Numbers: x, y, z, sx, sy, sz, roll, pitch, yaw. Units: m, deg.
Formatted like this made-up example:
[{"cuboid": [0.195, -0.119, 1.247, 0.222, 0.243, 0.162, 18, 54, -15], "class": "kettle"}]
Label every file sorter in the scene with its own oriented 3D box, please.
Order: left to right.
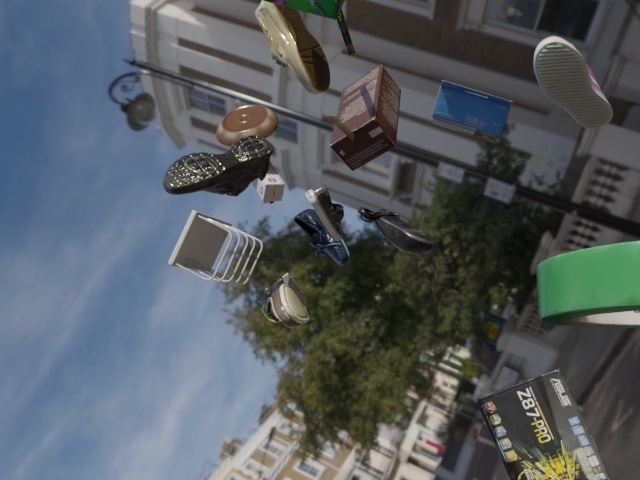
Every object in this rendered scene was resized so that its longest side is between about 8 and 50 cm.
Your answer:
[{"cuboid": [-0.342, 0.037, 2.105, 0.193, 0.173, 0.277, -65, -18, 1], "class": "file sorter"}]

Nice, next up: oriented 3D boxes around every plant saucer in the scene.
[{"cuboid": [-0.226, -0.357, 1.882, 0.198, 0.198, 0.036, -57, -34, -34], "class": "plant saucer"}, {"cuboid": [0.051, -0.264, 1.445, 0.015, 0.083, 0.083, -47, -14, 10], "class": "plant saucer"}]

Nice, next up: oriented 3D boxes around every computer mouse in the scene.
[{"cuboid": [0.250, -0.020, 1.965, 0.188, 0.272, 0.072, 7, -70, -43], "class": "computer mouse"}]

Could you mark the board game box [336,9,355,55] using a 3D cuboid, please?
[{"cuboid": [0.056, -0.722, 1.970, 0.260, 0.030, 0.136, 57, -167, -62], "class": "board game box"}]

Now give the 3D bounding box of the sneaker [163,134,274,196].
[{"cuboid": [-0.241, -0.154, 1.515, 0.286, 0.109, 0.130, -20, -38, -24], "class": "sneaker"}]

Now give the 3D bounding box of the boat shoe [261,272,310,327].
[{"cuboid": [-0.099, 0.170, 1.627, 0.096, 0.116, 0.324, -35, 10, 3], "class": "boat shoe"}]

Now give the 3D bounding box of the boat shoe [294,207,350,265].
[{"cuboid": [0.000, 0.000, 2.110, 0.089, 0.258, 0.109, -23, -40, -26], "class": "boat shoe"}]

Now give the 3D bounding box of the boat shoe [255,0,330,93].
[{"cuboid": [-0.076, -0.499, 1.610, 0.098, 0.302, 0.109, -34, -9, 40], "class": "boat shoe"}]

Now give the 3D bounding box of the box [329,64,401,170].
[{"cuboid": [0.166, -0.437, 2.183, 0.143, 0.191, 0.381, 46, -145, -26], "class": "box"}]

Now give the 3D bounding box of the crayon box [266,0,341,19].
[{"cuboid": [-0.019, -0.581, 1.376, 0.278, 0.165, 0.081, -75, 1, -56], "class": "crayon box"}]

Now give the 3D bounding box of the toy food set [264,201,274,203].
[{"cuboid": [-0.172, -0.163, 2.206, 0.083, 0.082, 0.020, -36, -51, -1], "class": "toy food set"}]

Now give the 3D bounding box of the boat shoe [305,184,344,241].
[{"cuboid": [0.033, -0.084, 1.833, 0.076, 0.080, 0.228, -31, -46, 3], "class": "boat shoe"}]

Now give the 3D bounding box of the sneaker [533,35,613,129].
[{"cuboid": [0.548, -0.381, 1.397, 0.282, 0.102, 0.161, 36, -141, -38], "class": "sneaker"}]

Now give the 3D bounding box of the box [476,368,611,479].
[{"cuboid": [0.779, 0.693, 2.190, 0.097, 0.318, 0.395, 18, -131, -65], "class": "box"}]

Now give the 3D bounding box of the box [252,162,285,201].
[{"cuboid": [-0.198, -0.233, 1.958, 0.063, 0.324, 0.067, -4, -52, -25], "class": "box"}]

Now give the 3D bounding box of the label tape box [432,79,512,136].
[{"cuboid": [0.509, -0.434, 2.126, 0.333, 0.240, 0.106, -16, -55, -78], "class": "label tape box"}]

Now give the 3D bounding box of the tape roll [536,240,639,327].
[{"cuboid": [0.450, 0.064, 0.804, 0.321, 0.321, 0.077, 44, -135, -72], "class": "tape roll"}]
